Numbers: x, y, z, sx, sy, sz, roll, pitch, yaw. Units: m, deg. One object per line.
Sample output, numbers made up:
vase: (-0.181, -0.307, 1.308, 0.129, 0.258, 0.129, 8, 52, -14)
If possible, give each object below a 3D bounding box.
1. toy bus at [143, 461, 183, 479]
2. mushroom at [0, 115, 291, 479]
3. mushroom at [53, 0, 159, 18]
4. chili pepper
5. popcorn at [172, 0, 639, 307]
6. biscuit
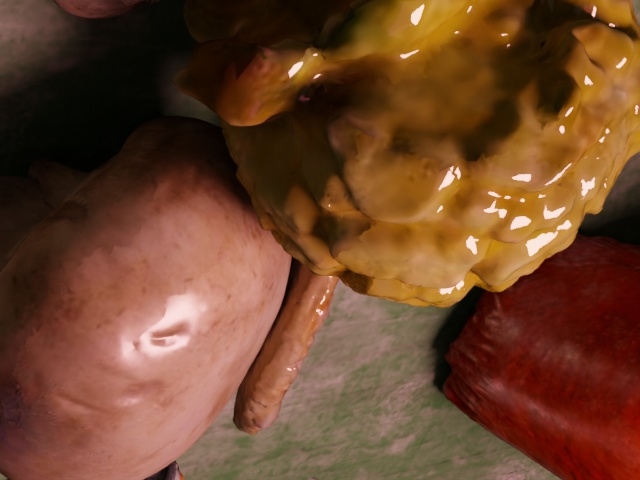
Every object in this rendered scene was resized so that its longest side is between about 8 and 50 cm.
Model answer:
toy bus: (-0.179, 0.203, 1.368, 0.194, 0.087, 0.089, -36, 148, -5)
mushroom: (-0.121, 0.036, 1.176, 0.255, 0.184, 0.254, 21, 90, -83)
mushroom: (-0.110, -0.153, 1.085, 0.085, 0.079, 0.085, -23, 141, -20)
chili pepper: (0.266, 0.095, 1.482, 0.251, 0.305, 0.229, -33, 134, -27)
popcorn: (0.054, -0.097, 1.086, 0.270, 0.258, 0.224, -33, -179, -35)
biscuit: (0.000, 0.000, 1.273, 0.040, 0.188, 0.265, 23, 87, -6)
